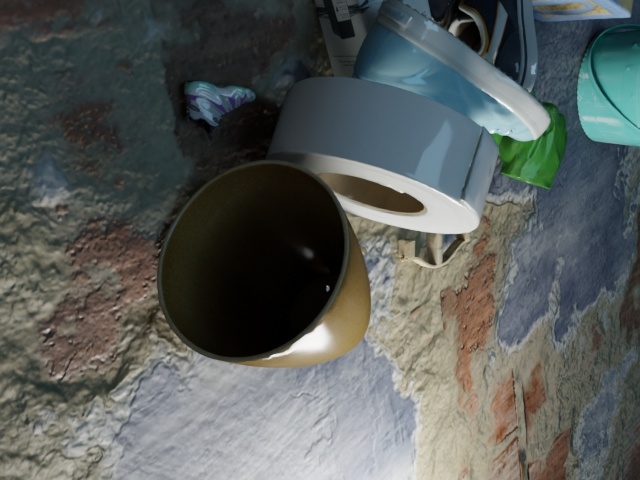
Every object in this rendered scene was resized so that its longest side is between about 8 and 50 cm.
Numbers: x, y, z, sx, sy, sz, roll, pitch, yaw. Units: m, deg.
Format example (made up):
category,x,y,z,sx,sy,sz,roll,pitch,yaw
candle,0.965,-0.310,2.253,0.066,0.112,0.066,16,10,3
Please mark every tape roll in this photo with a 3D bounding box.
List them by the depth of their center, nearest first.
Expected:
category,x,y,z,sx,sy,sz,roll,pitch,yaw
tape roll,0.078,-0.101,1.013,0.286,0.286,0.100,29,76,-46

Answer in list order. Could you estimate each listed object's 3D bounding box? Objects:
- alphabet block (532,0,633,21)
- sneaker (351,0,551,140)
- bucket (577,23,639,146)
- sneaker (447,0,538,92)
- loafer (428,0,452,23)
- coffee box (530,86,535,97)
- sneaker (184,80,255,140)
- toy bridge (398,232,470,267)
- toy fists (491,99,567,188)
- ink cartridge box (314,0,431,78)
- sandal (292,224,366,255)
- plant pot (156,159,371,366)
category,x,y,z,sx,sy,sz,roll,pitch,yaw
alphabet block,0.441,-0.510,1.413,0.193,0.192,0.197,3,96,-50
sneaker,0.174,-0.194,1.106,0.365,0.135,0.150,22,110,-40
bucket,0.692,-0.331,1.725,0.281,0.183,0.281,-10,104,-47
sneaker,0.268,-0.378,1.284,0.126,0.127,0.321,98,-5,-62
loafer,0.199,-0.480,1.218,0.109,0.095,0.303,10,89,-49
coffee box,0.346,-0.270,1.460,0.113,0.040,0.184,-36,122,-36
sneaker,-0.124,-0.155,0.969,0.098,0.038,0.069,-1,99,-38
toy bridge,0.194,0.014,1.355,0.188,0.026,0.063,-16,110,-45
toy fists,0.315,-0.189,1.371,0.279,0.096,0.142,15,98,-29
ink cartridge box,0.074,-0.330,1.114,0.153,0.086,0.209,-38,124,-36
sandal,0.000,0.000,1.118,0.049,0.072,0.180,-56,141,4
plant pot,-0.032,0.060,0.990,0.254,0.237,0.237,41,66,-59
